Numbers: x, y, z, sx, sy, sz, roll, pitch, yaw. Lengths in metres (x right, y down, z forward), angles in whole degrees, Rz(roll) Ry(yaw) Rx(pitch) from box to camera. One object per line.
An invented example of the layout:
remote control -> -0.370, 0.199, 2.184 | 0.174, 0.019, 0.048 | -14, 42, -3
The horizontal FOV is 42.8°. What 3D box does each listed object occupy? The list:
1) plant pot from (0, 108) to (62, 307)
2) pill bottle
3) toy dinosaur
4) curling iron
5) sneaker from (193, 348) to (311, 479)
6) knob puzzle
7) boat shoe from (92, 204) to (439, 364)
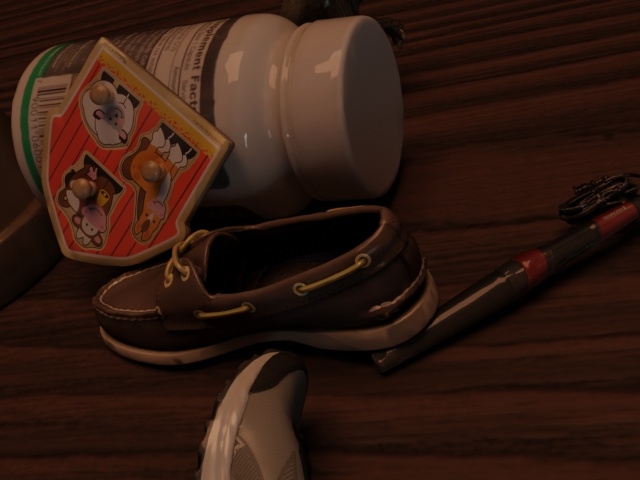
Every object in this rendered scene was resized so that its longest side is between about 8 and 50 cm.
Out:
plant pot -> -0.470, -0.087, 0.898 | 0.323, 0.280, 0.323 | -13, 34, 9
pill bottle -> -0.112, -0.120, 0.835 | 0.361, 0.204, 0.204 | -1, 39, 24
toy dinosaur -> 0.012, -0.249, 0.957 | 0.160, 0.313, 0.121 | -3, 59, -16
curling iron -> 0.156, 0.027, 0.659 | 0.274, 0.035, 0.068 | -35, 16, -14
sneaker -> -0.028, 0.182, 0.491 | 0.108, 0.100, 0.271 | 2, 41, 5
knob puzzle -> -0.193, -0.060, 0.748 | 0.213, 0.213, 0.030 | -1, 4, 24
boat shoe -> -0.068, 0.033, 0.682 | 0.324, 0.096, 0.116 | -5, 38, 29
